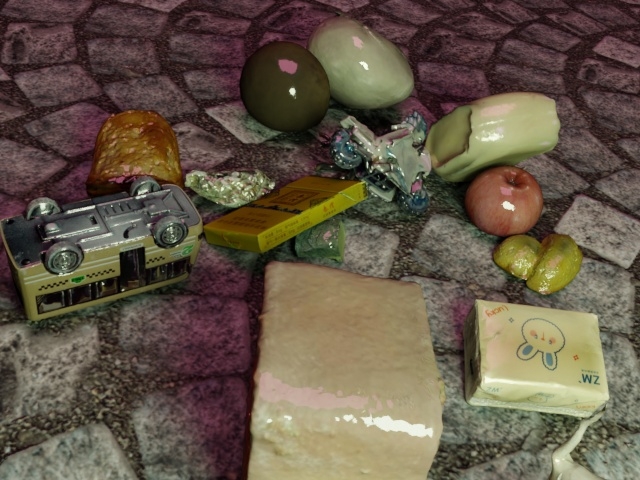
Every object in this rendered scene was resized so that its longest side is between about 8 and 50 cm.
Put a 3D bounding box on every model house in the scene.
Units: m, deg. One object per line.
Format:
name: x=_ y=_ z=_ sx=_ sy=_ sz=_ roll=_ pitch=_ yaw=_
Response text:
model house: x=0.000 y=0.000 z=1.364 sx=0.083 sy=0.066 sz=0.079 roll=-4 pitch=48 yaw=11

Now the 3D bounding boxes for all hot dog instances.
hot dog: x=-0.343 y=-0.139 z=1.416 sx=0.175 sy=0.114 sz=0.259 roll=-1 pitch=39 yaw=-7

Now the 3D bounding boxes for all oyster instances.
oyster: x=-0.167 y=-0.111 z=1.452 sx=0.124 sy=0.064 sz=0.177 roll=24 pitch=29 yaw=25

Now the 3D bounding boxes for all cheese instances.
cheese: x=0.346 y=-0.202 z=1.533 sx=0.233 sy=0.266 sz=0.127 roll=-5 pitch=79 yaw=-26

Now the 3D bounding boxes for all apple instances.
apple: x=0.360 y=-0.078 z=1.479 sx=0.153 sy=0.120 sz=0.153 roll=6 pitch=38 yaw=-5

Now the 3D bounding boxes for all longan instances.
longan: x=-0.081 y=-0.335 z=1.654 sx=0.196 sy=0.197 sz=0.220 roll=-19 pitch=45 yaw=-32

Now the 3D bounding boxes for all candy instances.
candy: x=0.088 y=-0.399 z=1.756 sx=0.295 sy=0.185 sz=0.295 roll=35 pitch=12 yaw=-9

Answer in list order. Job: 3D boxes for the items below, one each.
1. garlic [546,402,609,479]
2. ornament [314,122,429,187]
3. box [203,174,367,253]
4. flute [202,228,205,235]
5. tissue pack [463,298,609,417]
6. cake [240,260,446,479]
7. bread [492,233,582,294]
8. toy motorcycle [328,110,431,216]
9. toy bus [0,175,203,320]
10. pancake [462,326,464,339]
garlic: x=0.294 y=0.392 z=0.784 sx=0.231 sy=0.246 sz=0.340 roll=-24 pitch=64 yaw=-21
ornament: x=0.096 y=-0.189 z=1.595 sx=0.236 sy=0.080 sz=0.202 roll=-1 pitch=43 yaw=-12
box: x=-0.060 y=-0.053 z=1.379 sx=0.153 sy=0.041 sz=0.279 roll=9 pitch=29 yaw=44
flute: x=-0.285 y=0.008 z=1.318 sx=0.269 sy=0.014 sz=0.014 roll=-18 pitch=46 yaw=-30
tissue pack: x=0.323 y=0.177 z=1.147 sx=0.196 sy=0.092 sz=0.148 roll=7 pitch=58 yaw=-5
cake: x=0.016 y=0.195 z=0.975 sx=0.229 sy=0.237 sz=0.309 roll=8 pitch=36 yaw=-8
bread: x=0.412 y=0.018 z=1.418 sx=0.149 sy=0.065 sz=0.187 roll=27 pitch=43 yaw=29
toy motorcycle: x=0.137 y=-0.181 z=1.474 sx=0.108 sy=0.239 sz=0.204 roll=-1 pitch=57 yaw=45
toy bus: x=-0.335 y=0.015 z=1.186 sx=0.289 sy=0.157 sz=0.139 roll=-16 pitch=45 yaw=-28
pancake: x=0.299 y=0.164 z=1.238 sx=0.139 sy=0.022 sz=0.140 roll=5 pitch=39 yaw=-4
